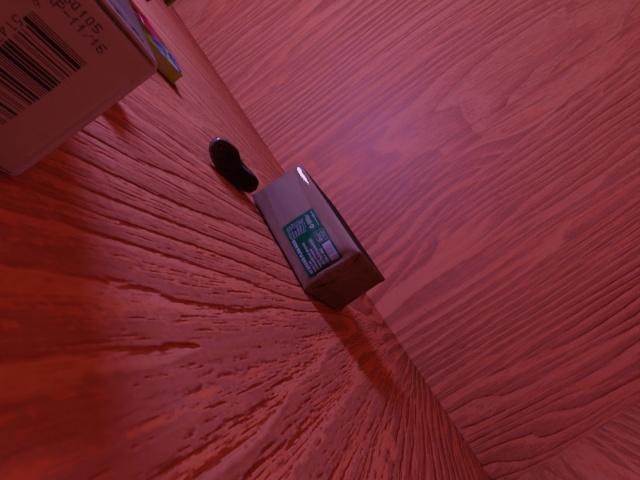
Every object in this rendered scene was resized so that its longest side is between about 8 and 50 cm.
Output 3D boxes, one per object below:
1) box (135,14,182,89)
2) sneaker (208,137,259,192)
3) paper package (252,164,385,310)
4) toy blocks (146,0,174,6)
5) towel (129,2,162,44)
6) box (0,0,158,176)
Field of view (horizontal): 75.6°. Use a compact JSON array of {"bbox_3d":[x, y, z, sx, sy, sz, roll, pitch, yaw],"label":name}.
[{"bbox_3d":[-0.430,-0.491,1.071,0.109,0.042,0.178,59,8,35],"label":"box"},{"bbox_3d":[-0.219,-0.182,0.986,0.071,0.066,0.188,38,-10,33],"label":"sneaker"},{"bbox_3d":[0.000,0.000,1.140,0.325,0.168,0.309,58,8,27],"label":"paper package"},{"bbox_3d":[-0.611,-0.914,1.214,0.381,0.190,0.261,54,2,-4],"label":"toy blocks"},{"bbox_3d":[-0.533,-0.633,1.112,0.199,0.031,0.275,55,5,16],"label":"towel"},{"bbox_3d":[-0.258,-0.217,0.338,0.311,0.148,0.121,60,6,35],"label":"box"}]
